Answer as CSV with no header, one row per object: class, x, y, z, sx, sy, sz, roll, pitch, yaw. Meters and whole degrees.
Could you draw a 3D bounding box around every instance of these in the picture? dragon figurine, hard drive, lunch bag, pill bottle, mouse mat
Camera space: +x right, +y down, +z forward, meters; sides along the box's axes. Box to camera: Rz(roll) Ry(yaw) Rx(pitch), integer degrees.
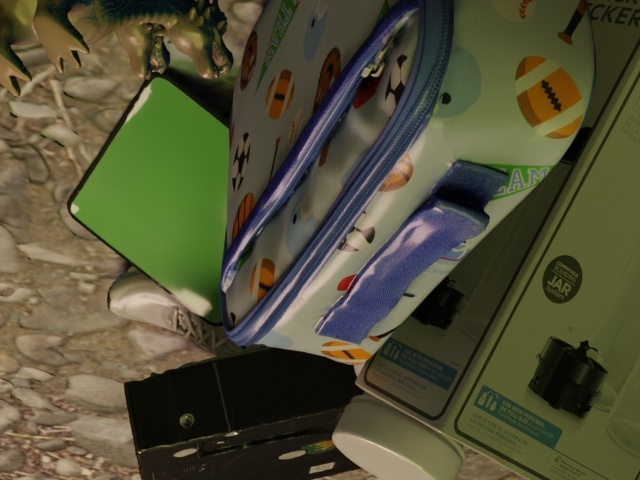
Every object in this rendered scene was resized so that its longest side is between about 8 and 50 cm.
dragon figurine,-0.161,-0.179,0.763,0.085,0.144,0.289,-21,119,32
hard drive,0.021,0.130,1.093,0.339,0.064,0.237,-11,160,-8
lunch bag,0.034,-0.077,0.757,0.115,0.243,0.303,15,144,-16
pill bottle,0.087,0.070,0.927,0.112,0.187,0.112,25,160,10
mouse mat,-0.093,-0.023,0.992,0.152,0.007,0.190,39,138,-4

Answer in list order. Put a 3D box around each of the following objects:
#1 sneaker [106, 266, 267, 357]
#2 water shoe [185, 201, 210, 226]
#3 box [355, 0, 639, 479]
sneaker,-0.077,0.066,1.106,0.190,0.083,0.071,6,146,-1
water shoe,0.000,0.000,1.007,0.203,0.080,0.073,8,144,-6
box,0.166,0.002,0.831,0.169,0.290,0.087,33,174,-33
